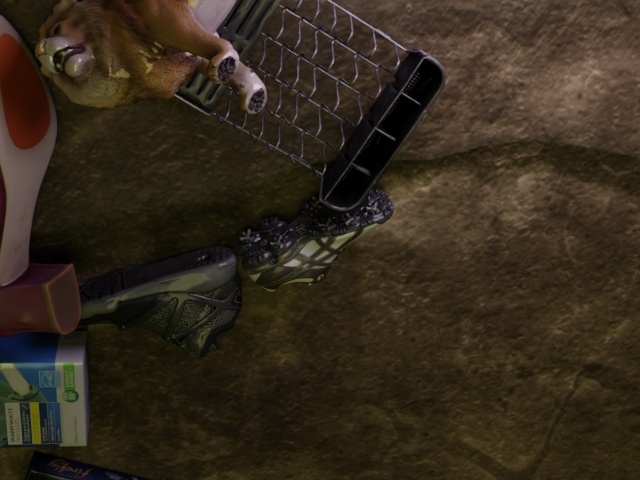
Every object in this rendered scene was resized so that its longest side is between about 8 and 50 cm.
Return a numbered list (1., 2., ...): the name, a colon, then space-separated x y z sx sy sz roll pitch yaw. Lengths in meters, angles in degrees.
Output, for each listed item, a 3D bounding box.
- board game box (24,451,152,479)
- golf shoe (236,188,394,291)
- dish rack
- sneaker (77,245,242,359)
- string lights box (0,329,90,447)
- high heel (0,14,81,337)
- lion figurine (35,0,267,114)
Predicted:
1. board game box: -0.300 0.393 1.464 0.243 0.042 0.165 18 113 -16
2. golf shoe: 0.000 0.000 1.296 0.198 0.077 0.094 -20 135 5
3. dish rack: -0.024 -0.180 1.190 0.272 0.074 0.208 29 108 -19
4. sneaker: -0.203 0.095 1.299 0.228 0.087 0.130 -13 112 -7
5. string lights box: -0.421 0.185 1.320 0.260 0.076 0.133 0 118 -8
6. high heel: -0.389 -0.062 1.189 0.181 0.127 0.377 1 106 20
7. lion figurine: -0.120 -0.286 1.086 0.392 0.240 0.142 -56 151 3
